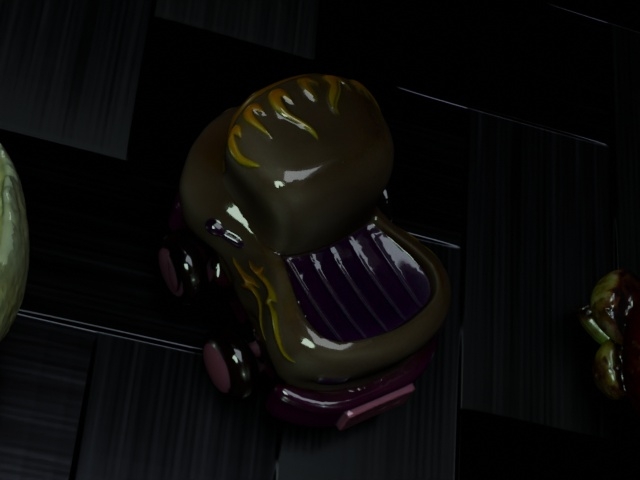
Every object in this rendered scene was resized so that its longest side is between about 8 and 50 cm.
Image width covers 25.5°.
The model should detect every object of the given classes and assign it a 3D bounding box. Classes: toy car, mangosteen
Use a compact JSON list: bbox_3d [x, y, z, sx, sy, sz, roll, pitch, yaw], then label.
[{"bbox_3d":[0.000,0.000,1.420,0.271,0.240,0.340,-21,70,-28],"label":"toy car"},{"bbox_3d":[0.399,0.114,1.561,0.258,0.215,0.215,22,53,23],"label":"mangosteen"}]

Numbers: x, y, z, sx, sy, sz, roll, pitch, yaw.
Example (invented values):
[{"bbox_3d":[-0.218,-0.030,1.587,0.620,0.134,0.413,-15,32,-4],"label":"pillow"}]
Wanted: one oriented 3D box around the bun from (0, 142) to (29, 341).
[{"bbox_3d":[-0.438,0.026,1.244,0.364,0.202,0.364,6,50,-7],"label":"bun"}]
